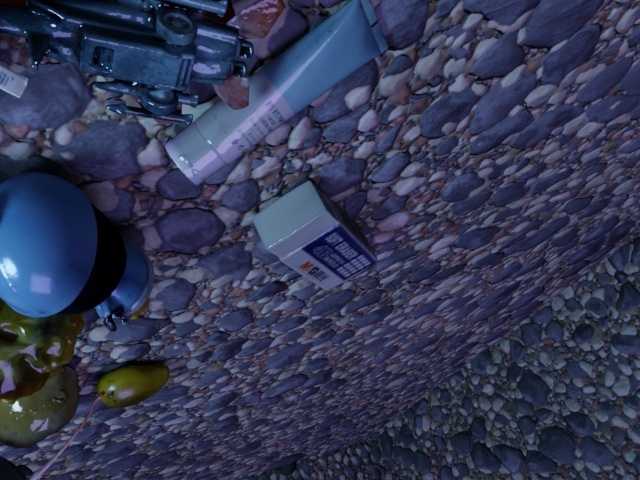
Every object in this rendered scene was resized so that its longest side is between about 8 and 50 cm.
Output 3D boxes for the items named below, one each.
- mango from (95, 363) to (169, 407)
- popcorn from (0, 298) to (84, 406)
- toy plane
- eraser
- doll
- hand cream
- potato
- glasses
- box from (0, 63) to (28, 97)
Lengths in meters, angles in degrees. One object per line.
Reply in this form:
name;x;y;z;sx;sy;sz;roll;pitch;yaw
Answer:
mango;-0.394;0.305;1.290;0.161;0.076;0.103;-9;142;-45
popcorn;-0.444;0.122;0.851;0.189;0.218;0.170;29;166;-39
toy plane;-0.203;-0.192;0.580;0.327;0.104;0.223;-7;147;-32
eraser;0.000;0.000;1.097;0.124;0.081;0.279;-32;152;10
doll;-0.322;0.022;0.771;0.141;0.177;0.314;-15;156;9
hand cream;-0.055;-0.191;0.771;0.312;0.070;0.111;-36;150;2
potato;-0.556;0.331;1.158;0.202;0.117;0.182;-21;154;-12
glasses;-0.521;0.288;1.053;0.268;0.234;0.118;-43;-168;0
box;-0.343;-0.177;0.508;0.167;0.090;0.024;28;90;-57
